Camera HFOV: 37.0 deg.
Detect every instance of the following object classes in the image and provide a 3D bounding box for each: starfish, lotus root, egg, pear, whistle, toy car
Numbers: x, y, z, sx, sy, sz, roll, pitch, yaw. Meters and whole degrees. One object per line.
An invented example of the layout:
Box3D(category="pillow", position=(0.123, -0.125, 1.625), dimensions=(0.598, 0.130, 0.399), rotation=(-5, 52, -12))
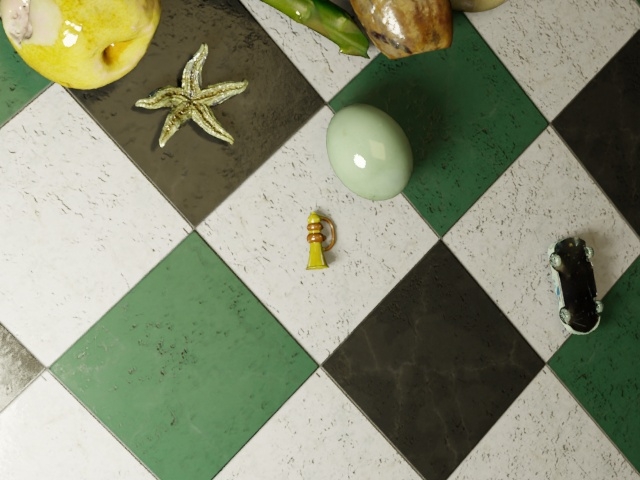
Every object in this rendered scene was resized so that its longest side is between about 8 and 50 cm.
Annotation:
Box3D(category="starfish", position=(-0.216, -0.239, 1.717), dimensions=(0.208, 0.053, 0.176), rotation=(-40, 102, -14))
Box3D(category="lotus root", position=(0.134, -0.477, 1.787), dimensions=(0.193, 0.193, 0.291), rotation=(-23, 97, -19))
Box3D(category="egg", position=(0.090, -0.164, 1.776), dimensions=(0.149, 0.149, 0.192), rotation=(-37, 102, -17))
Box3D(category="pear", position=(-0.396, -0.388, 1.558), dimensions=(0.271, 0.271, 0.271), rotation=(1, 88, -20))
Box3D(category="whistle", position=(0.001, 0.001, 1.798), dimensions=(0.057, 0.046, 0.109), rotation=(2, 82, -6))
Box3D(category="toy car", position=(0.524, 0.094, 1.979), dimensions=(0.095, 0.056, 0.205), rotation=(-14, 97, -20))

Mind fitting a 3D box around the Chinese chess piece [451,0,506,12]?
Box3D(category="Chinese chess piece", position=(0.301, -0.579, 1.895), dimensions=(0.250, 0.097, 0.251), rotation=(0, 89, -20))

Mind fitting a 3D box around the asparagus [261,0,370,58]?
Box3D(category="asparagus", position=(-0.037, -0.437, 1.764), dimensions=(0.343, 0.082, 0.085), rotation=(22, 56, -27))
